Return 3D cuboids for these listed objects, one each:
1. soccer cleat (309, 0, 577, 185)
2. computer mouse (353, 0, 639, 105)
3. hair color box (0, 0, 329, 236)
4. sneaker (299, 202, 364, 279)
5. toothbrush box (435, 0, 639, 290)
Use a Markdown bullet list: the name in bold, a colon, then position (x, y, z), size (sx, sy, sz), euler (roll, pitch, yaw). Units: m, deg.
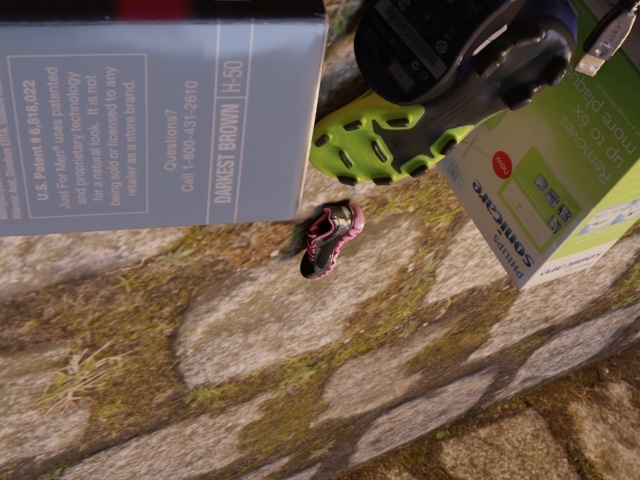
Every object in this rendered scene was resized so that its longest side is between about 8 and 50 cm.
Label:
- **soccer cleat**: position (0.112, -0.143, 0.945), size (0.289, 0.121, 0.093), euler (-27, 123, 31)
- **computer mouse**: position (0.149, -0.187, 0.804), size (0.060, 0.184, 0.262), euler (-33, 165, -48)
- **hair color box**: position (-0.200, -0.101, 0.400), size (0.374, 0.185, 0.113), euler (-4, 141, -12)
- **sneaker**: position (0.000, 0.000, 1.174), size (0.057, 0.047, 0.119), euler (2, 135, -40)
- **toothbrush box**: position (0.255, -0.116, 1.019), size (0.122, 0.206, 0.283), euler (-16, 154, -30)
